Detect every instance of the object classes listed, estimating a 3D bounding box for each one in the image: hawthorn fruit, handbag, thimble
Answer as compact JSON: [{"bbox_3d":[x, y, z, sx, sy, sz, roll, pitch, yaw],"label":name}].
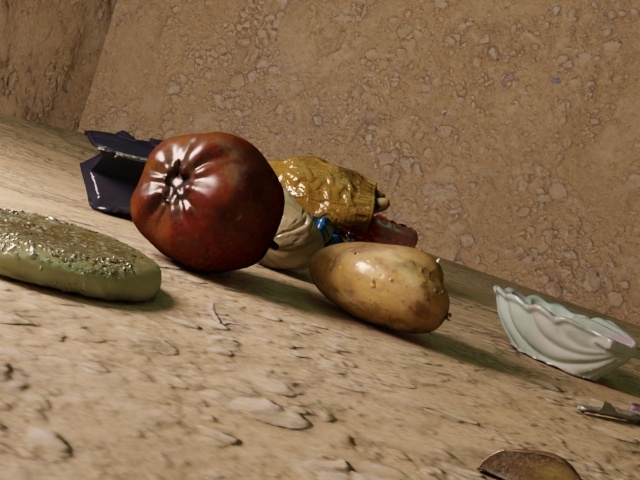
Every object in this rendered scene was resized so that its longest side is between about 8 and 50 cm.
[{"bbox_3d":[-0.141,-0.039,1.327,0.208,0.208,0.248,21,-11,36],"label":"hawthorn fruit"},{"bbox_3d":[-0.290,-0.123,1.743,0.303,0.122,0.329,7,13,-21],"label":"handbag"},{"bbox_3d":[0.121,0.006,2.084,0.163,0.125,0.189,16,5,-30],"label":"thimble"}]

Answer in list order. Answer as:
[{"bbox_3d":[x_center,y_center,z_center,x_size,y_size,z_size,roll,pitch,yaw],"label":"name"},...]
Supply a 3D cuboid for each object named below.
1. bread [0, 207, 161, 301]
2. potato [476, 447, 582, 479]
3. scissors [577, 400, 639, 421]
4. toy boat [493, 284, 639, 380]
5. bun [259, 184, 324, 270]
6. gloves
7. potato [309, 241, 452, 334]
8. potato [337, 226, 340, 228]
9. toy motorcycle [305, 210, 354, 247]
[{"bbox_3d":[-0.294,0.007,0.999,0.267,0.040,0.267,17,5,-1],"label":"bread"},{"bbox_3d":[0.177,0.184,0.745,0.093,0.036,0.037,19,8,23],"label":"potato"},{"bbox_3d":[0.412,0.229,1.220,0.212,0.021,0.110,16,3,-33],"label":"scissors"},{"bbox_3d":[0.401,0.157,1.546,0.199,0.100,0.290,15,5,-32],"label":"toy boat"},{"bbox_3d":[-0.079,-0.012,1.579,0.167,0.113,0.173,58,-18,-12],"label":"bun"},{"bbox_3d":[-0.030,-0.080,1.974,0.356,0.203,0.155,1,-6,5],"label":"gloves"},{"bbox_3d":[0.090,0.058,1.339,0.161,0.128,0.234,20,-2,-30],"label":"potato"},{"bbox_3d":[0.029,-0.017,2.304,0.200,0.081,0.164,19,3,-23],"label":"potato"},{"bbox_3d":[0.000,0.000,1.839,0.135,0.092,0.254,14,-14,18],"label":"toy motorcycle"}]
